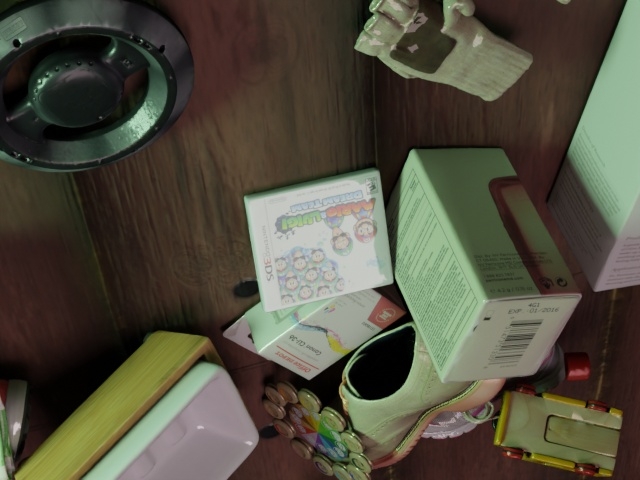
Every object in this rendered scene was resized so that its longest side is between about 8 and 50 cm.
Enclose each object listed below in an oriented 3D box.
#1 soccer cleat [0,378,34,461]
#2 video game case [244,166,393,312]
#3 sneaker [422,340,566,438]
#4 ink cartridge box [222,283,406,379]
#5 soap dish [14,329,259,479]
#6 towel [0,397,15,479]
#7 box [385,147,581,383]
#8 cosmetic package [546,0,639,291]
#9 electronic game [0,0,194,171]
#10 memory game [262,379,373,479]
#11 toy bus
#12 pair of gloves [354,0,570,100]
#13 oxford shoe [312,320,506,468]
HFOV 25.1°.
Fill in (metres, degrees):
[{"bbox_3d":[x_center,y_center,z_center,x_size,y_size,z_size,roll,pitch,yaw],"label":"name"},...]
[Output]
[{"bbox_3d":[-0.435,0.276,1.767,0.116,0.108,0.318,12,133,-14],"label":"soccer cleat"},{"bbox_3d":[0.000,0.000,1.640,0.157,0.019,0.143,-13,113,-11],"label":"video game case"},{"bbox_3d":[0.213,0.176,1.951,0.252,0.103,0.111,-27,142,-6],"label":"sneaker"},{"bbox_3d":[-0.009,0.101,1.770,0.198,0.067,0.115,-36,141,18],"label":"ink cartridge box"},{"bbox_3d":[-0.222,0.263,1.747,0.291,0.118,0.229,-45,147,-17],"label":"soap dish"},{"bbox_3d":[-0.471,0.159,1.567,0.248,0.038,0.325,-4,129,-4],"label":"towel"},{"bbox_3d":[0.173,0.025,1.630,0.127,0.232,0.148,-3,139,-23],"label":"box"},{"bbox_3d":[0.414,-0.120,1.632,0.197,0.155,0.365,-7,140,-19],"label":"cosmetic package"},{"bbox_3d":[-0.234,-0.148,1.377,0.229,0.048,0.229,-12,142,-9],"label":"electronic game"},{"bbox_3d":[-0.006,0.253,1.884,0.012,0.186,0.186,-45,151,-27],"label":"memory game"},{"bbox_3d":[0.299,0.255,1.923,0.191,0.202,0.104,-31,175,-12],"label":"toy bus"},{"bbox_3d":[0.159,-0.252,1.445,0.204,0.042,0.240,12,130,-31],"label":"pair of gloves"},{"bbox_3d":[0.075,0.185,1.838,0.146,0.140,0.397,13,145,-27],"label":"oxford shoe"}]
